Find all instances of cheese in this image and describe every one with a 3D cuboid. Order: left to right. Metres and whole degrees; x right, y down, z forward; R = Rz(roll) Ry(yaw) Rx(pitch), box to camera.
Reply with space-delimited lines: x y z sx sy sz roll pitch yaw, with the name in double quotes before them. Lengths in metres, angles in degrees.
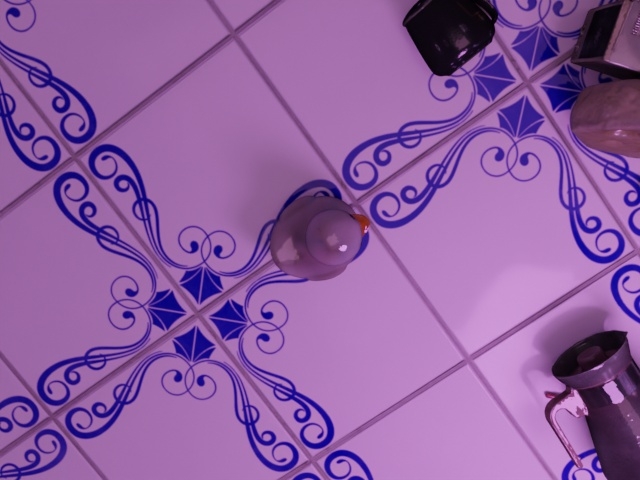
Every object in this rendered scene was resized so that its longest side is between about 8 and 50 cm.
"cheese" 0.715 -0.260 1.616 0.318 0.326 0.115 10 89 -10

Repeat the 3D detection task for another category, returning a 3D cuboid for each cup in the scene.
"cup" 0.302 -0.489 1.677 0.223 0.169 0.176 -41 91 -25

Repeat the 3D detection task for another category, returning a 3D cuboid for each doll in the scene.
"doll" 0.000 0.000 1.757 0.251 0.221 0.221 -21 101 7

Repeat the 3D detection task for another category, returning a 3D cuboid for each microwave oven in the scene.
"microwave oven" 0.682 -0.429 1.616 0.194 0.240 0.145 15 102 -1

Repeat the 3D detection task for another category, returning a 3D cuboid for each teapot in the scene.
"teapot" 0.719 0.425 1.803 0.300 0.253 0.344 -33 92 -5

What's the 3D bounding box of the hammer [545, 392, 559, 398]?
"hammer" 0.621 0.406 1.911 0.083 0.031 0.052 9 99 7
